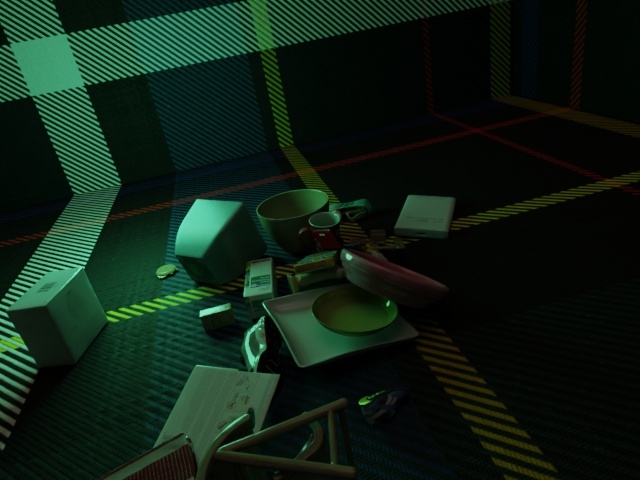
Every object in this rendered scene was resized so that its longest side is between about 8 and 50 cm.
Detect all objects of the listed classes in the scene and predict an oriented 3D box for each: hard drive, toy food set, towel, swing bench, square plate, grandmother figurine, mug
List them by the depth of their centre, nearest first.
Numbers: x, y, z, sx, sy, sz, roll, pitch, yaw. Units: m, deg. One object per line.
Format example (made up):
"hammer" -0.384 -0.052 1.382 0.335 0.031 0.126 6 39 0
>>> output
"swing bench" -0.054 0.437 0.826 0.255 0.253 0.165 -9 26 2
"towel" -0.325 0.544 0.885 0.237 0.037 0.329 -27 35 -8
"square plate" 0.045 0.234 1.371 0.347 0.049 0.344 -10 26 -20
"grandmother figurine" 0.064 0.111 1.603 0.342 0.104 0.208 -13 12 -10
"mug" 0.004 -0.005 1.754 0.150 0.169 0.113 2 33 13
"toy food set" -0.616 0.121 1.914 0.083 0.020 0.083 -23 29 -24
"hard drive" 0.427 -0.100 1.927 0.203 0.040 0.307 5 30 19

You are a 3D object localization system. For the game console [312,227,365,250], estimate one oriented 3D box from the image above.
"game console" 0.059 -0.009 1.618 0.085 0.124 0.144 -41 16 -21

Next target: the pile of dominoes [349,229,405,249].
"pile of dominoes" 0.201 -0.005 1.745 0.196 0.040 0.251 -1 8 5

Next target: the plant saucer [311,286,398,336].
"plant saucer" 0.094 0.202 1.335 0.241 0.037 0.241 0 23 0

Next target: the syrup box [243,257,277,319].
"syrup box" -0.197 0.157 1.606 0.093 0.096 0.237 -11 25 -1

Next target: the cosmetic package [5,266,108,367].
"cosmetic package" -0.827 0.243 1.526 0.138 0.224 0.224 -9 26 9

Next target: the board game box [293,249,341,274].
"board game box" -0.001 0.065 1.581 0.124 0.039 0.259 -13 1 10

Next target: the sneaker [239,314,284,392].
"sneaker" -0.166 0.324 1.289 0.108 0.100 0.271 -32 27 13

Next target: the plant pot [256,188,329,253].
"plant pot" -0.093 -0.061 1.890 0.284 0.191 0.284 -9 26 4

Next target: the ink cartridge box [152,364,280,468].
"ink cartridge box" -0.232 0.419 1.079 0.239 0.060 0.275 1 42 20

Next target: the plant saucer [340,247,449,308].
"plant saucer" 0.207 0.117 1.405 0.332 0.084 0.332 20 4 -2

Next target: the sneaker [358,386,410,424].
"sneaker" 0.151 0.376 1.102 0.144 0.059 0.053 -10 -10 -34

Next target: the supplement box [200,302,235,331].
"supplement box" -0.326 0.244 1.519 0.098 0.062 0.036 -15 28 -7

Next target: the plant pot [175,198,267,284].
"plant pot" -0.397 0.023 1.799 0.247 0.248 0.252 7 47 30

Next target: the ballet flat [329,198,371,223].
"ballet flat" 0.103 -0.118 2.061 0.247 0.083 0.087 -13 41 -1
